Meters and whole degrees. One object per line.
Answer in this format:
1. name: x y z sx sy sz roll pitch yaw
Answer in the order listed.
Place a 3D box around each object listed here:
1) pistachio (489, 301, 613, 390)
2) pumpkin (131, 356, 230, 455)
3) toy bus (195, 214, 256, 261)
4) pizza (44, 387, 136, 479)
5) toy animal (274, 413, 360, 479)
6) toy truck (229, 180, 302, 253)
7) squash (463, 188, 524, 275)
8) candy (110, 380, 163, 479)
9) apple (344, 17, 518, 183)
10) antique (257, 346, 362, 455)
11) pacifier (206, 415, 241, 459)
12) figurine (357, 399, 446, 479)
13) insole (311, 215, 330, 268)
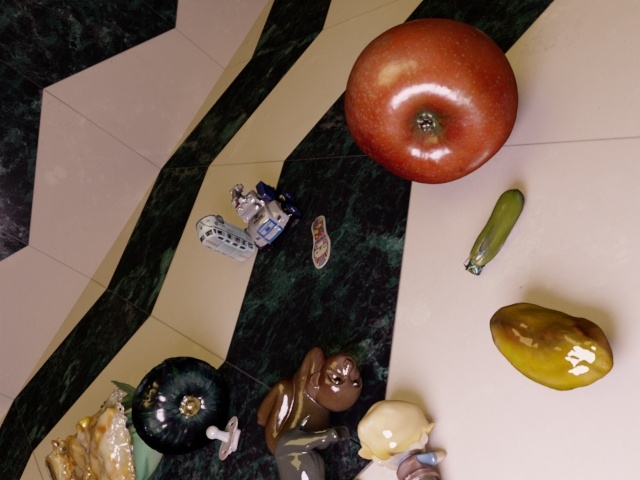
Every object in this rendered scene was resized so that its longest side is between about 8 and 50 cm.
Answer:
1. pistachio: 0.333 0.156 0.861 0.189 0.100 0.110 15 94 49
2. pumpkin: -0.330 0.391 1.414 0.163 0.233 0.233 -14 48 55
3. toy bus: -0.283 -0.004 1.798 0.087 0.194 0.089 -35 48 28
4. pizza: -0.537 0.614 1.437 0.435 0.080 0.391 -44 61 38
5. toy animal: -0.005 0.432 1.028 0.146 0.114 0.245 -22 51 16
6. toy truck: -0.172 -0.087 1.735 0.161 0.177 0.213 -45 30 13
7. squash: 0.321 -0.018 1.097 0.183 0.052 0.052 -57 30 -8
8. candy: -0.494 0.577 1.530 0.263 0.172 0.397 -12 62 54
9. apple: 0.220 -0.278 1.217 0.349 0.348 0.276 -33 24 31
10. antique: -0.015 0.320 1.156 0.257 0.121 0.143 -48 38 11
11. pacifier: -0.225 0.447 1.361 0.081 0.078 0.099 -40 31 47
12. figurine: 0.141 0.344 0.950 0.114 0.108 0.196 -54 46 19
13. insole: 0.000 0.000 1.576 0.065 0.004 0.197 -38 34 26
